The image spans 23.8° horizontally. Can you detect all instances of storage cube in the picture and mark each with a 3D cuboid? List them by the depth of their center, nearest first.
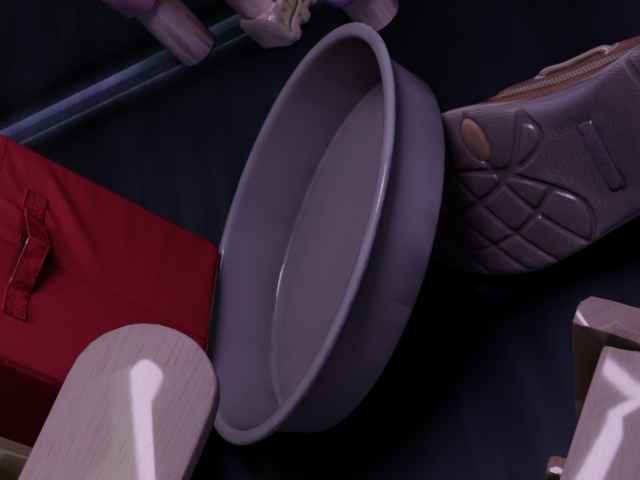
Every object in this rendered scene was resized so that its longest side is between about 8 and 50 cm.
[{"bbox_3d":[-0.205,0.077,1.089,0.215,0.193,0.184,-39,35,37],"label":"storage cube"}]

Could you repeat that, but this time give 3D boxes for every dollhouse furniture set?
[{"bbox_3d":[-0.024,0.138,0.797,0.394,0.362,0.257,16,66,18],"label":"dollhouse furniture set"}]

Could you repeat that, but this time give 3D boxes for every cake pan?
[{"bbox_3d":[0.000,0.000,1.023,0.293,0.054,0.293,-163,90,-70],"label":"cake pan"}]

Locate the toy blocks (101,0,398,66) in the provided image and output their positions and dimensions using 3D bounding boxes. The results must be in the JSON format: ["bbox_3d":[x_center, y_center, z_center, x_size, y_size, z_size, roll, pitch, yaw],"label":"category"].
[{"bbox_3d":[-0.057,-0.345,1.305,0.309,0.260,0.289,-1,56,42],"label":"toy blocks"}]

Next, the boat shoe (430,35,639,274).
[{"bbox_3d":[0.176,-0.063,0.985,0.324,0.123,0.116,-15,14,44],"label":"boat shoe"}]
